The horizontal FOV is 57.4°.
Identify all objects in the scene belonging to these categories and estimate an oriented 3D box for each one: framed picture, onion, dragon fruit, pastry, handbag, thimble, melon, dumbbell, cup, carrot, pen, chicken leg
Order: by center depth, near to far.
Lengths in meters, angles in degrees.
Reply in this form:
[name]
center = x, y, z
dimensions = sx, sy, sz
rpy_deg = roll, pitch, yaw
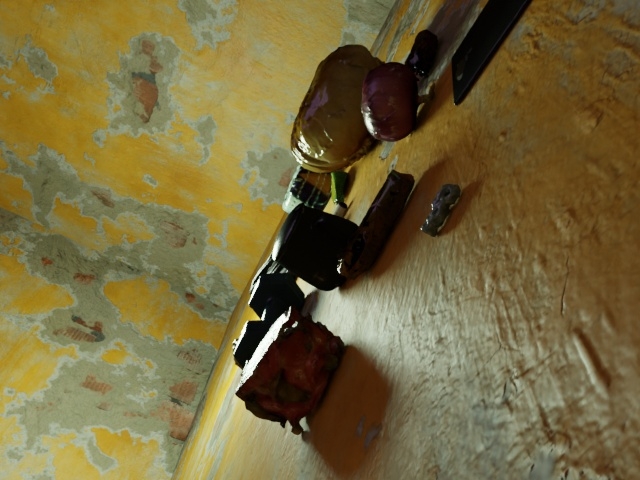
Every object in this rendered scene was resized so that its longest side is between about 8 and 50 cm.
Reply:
[framed picture]
center = 0.332, -0.426, 1.058
dimensions = 0.324, 0.013, 0.244
rpy_deg = -59, 10, 37
[dragon fruit]
center = -0.051, 0.238, 1.083
dimensions = 0.211, 0.147, 0.282
rpy_deg = -59, 7, -35
[carrot]
center = 0.105, -0.029, 1.109
dimensions = 0.229, 0.068, 0.069
rpy_deg = -61, 9, 13
[cup]
center = 0.000, 0.000, 1.288
dimensions = 0.169, 0.176, 0.223
rpy_deg = -66, 7, -33
[onion]
center = 0.162, -0.309, 1.310
dimensions = 0.177, 0.153, 0.177
rpy_deg = -172, 90, -79
[chicken leg]
center = 0.258, -0.477, 1.495
dimensions = 0.105, 0.063, 0.234
rpy_deg = -49, 15, 46
[dumbbell]
center = -0.129, 0.216, 1.544
dimensions = 0.144, 0.160, 0.325
rpy_deg = -31, 19, 17
[pen]
center = 0.006, 0.001, 1.727
dimensions = 0.269, 0.033, 0.033
rpy_deg = -61, 9, 25
[pastry]
center = 0.066, -0.383, 1.755
dimensions = 0.409, 0.244, 0.410
rpy_deg = -157, 90, -80
[melon]
center = 0.051, -0.161, 1.880
dimensions = 0.262, 0.053, 0.114
rpy_deg = -87, 16, -69
[handbag]
center = -0.155, 0.121, 2.130
dimensions = 0.257, 0.113, 0.285
rpy_deg = -55, 10, 15
[thimble]
center = -0.046, -0.190, 2.210
dimensions = 0.237, 0.150, 0.237
rpy_deg = -156, 90, -82

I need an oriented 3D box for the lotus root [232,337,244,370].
[lotus root]
center = -0.175, 0.321, 1.656
dimensions = 0.095, 0.135, 0.159
rpy_deg = -59, 23, 27

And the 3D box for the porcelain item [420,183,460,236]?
[porcelain item]
center = 0.176, -0.046, 0.850
dimensions = 0.083, 0.028, 0.036
rpy_deg = -61, 26, 15
